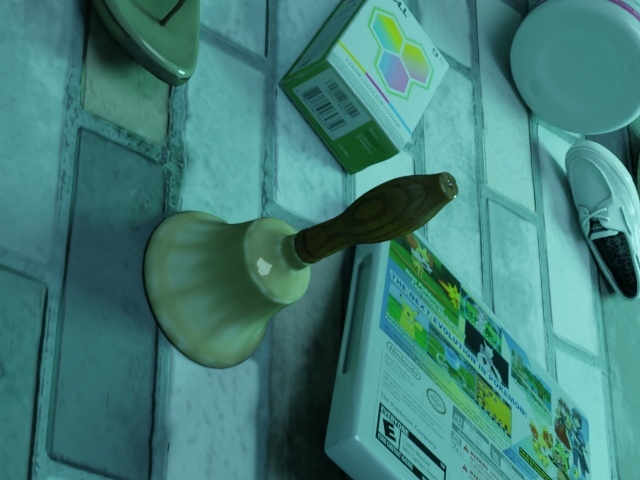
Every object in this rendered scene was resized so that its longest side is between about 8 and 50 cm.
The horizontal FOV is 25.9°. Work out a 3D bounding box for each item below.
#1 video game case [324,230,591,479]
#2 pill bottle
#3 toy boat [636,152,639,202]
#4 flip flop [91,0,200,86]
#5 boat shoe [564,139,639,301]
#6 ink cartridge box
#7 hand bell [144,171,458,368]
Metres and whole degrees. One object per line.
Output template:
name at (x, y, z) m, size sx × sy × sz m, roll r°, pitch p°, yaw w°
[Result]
video game case at (0.131, 0.164, 1.189) m, size 0.329 × 0.036 × 0.300 m, roll 46°, pitch 31°, yaw -24°
pill bottle at (0.330, -0.250, 1.570) m, size 0.160 × 0.160 × 0.283 m, roll 55°, pitch 40°, yaw -15°
toy boat at (0.480, -0.047, 1.652) m, size 0.231 × 0.151 × 0.151 m, roll 50°, pitch 41°, yaw -21°
flip flop at (-0.108, -0.244, 1.117) m, size 0.112 × 0.080 × 0.277 m, roll 39°, pitch 46°, yaw -31°
boat shoe at (0.312, -0.018, 1.521) m, size 0.063 × 0.066 × 0.184 m, roll -41°, pitch 114°, yaw -51°
ink cartridge box at (0.053, -0.167, 1.283) m, size 0.109 × 0.062 × 0.209 m, roll 51°, pitch 41°, yaw -18°
hand bell at (0.000, 0.000, 0.995) m, size 0.126 × 0.242 × 0.126 m, roll 26°, pitch 53°, yaw -40°
